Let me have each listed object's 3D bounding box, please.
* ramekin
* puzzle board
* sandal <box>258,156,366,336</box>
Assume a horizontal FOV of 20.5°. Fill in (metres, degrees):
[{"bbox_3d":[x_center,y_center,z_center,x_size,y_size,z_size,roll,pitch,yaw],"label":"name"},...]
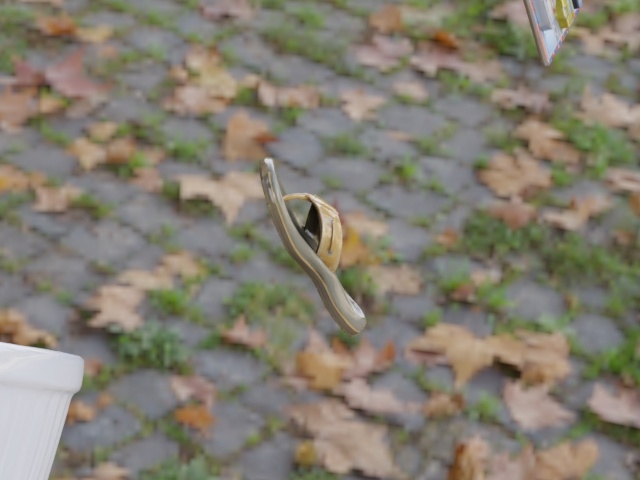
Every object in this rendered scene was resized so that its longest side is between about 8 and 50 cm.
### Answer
[{"bbox_3d":[-0.295,0.120,1.149,0.273,0.127,0.273,7,-7,1],"label":"ramekin"},{"bbox_3d":[0.114,-0.167,0.931,0.011,0.128,0.096,-10,23,23],"label":"puzzle board"},{"bbox_3d":[0.000,0.000,1.439,0.049,0.180,0.072,-29,27,6],"label":"sandal"}]
